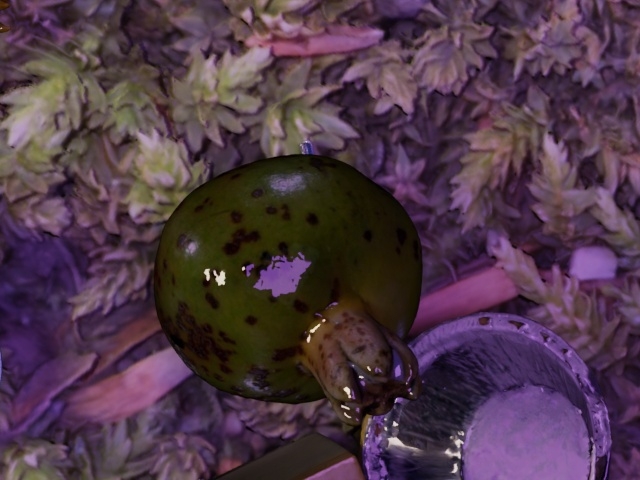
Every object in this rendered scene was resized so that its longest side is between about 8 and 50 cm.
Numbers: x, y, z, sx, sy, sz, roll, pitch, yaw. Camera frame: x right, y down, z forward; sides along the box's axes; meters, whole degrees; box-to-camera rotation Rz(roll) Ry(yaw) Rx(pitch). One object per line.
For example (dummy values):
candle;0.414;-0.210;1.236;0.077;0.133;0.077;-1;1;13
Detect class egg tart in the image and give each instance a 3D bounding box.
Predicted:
egg tart;0.140;0.172;1.363;0.234;0.094;0.234;0;91;-27

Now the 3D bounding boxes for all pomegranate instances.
pomegranate;-0.012;0.044;1.265;0.202;0.248;0.202;-15;128;-20

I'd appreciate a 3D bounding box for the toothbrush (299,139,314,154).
toothbrush;0.000;0.000;1.379;0.014;0.017;0.162;-7;95;22

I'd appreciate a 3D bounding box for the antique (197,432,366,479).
antique;-0.026;0.246;1.304;0.152;0.148;0.146;-25;99;-13

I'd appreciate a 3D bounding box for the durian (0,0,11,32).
durian;-0.384;-0.201;1.215;0.341;0.112;0.191;25;81;-17

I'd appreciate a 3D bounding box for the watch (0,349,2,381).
watch;-0.309;0.059;1.195;0.211;0.193;0.211;-1;93;-17
